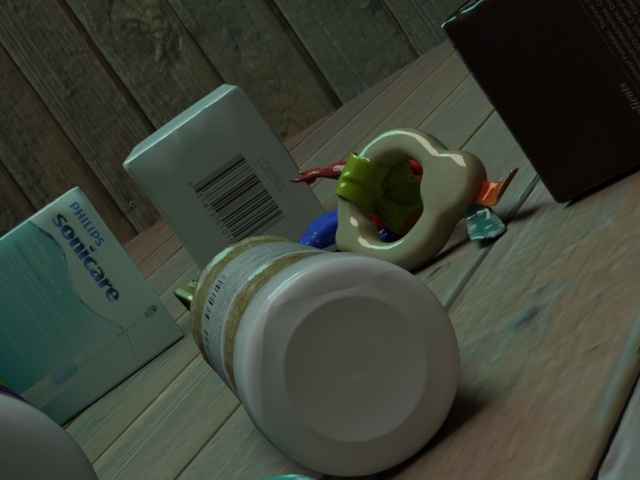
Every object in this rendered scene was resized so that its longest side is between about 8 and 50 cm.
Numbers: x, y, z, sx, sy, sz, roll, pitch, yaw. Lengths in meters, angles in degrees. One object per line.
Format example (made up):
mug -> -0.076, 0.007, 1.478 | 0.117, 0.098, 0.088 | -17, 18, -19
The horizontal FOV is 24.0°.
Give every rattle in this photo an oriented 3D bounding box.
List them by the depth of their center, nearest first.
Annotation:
rattle -> 0.119, -0.023, 1.277 | 0.199, 0.143, 0.130 | -8, 57, 40

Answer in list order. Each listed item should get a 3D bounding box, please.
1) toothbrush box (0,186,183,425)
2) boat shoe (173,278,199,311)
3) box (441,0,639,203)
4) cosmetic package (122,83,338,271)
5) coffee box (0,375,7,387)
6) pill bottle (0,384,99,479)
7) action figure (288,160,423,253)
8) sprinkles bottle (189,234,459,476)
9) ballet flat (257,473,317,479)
toothbrush box -> -0.343, 0.106, 1.743 | 0.295, 0.216, 0.126 | -37, 8, -10
boat shoe -> -0.132, 0.065, 1.708 | 0.048, 0.056, 0.153 | -40, 1, -5
box -> 0.237, -0.165, 1.116 | 0.203, 0.167, 0.168 | -29, 10, 37
cosmetic package -> -0.105, -0.058, 1.751 | 0.156, 0.217, 0.385 | -35, 6, -2
coffee box -> -0.516, 0.143, 1.387 | 0.334, 0.338, 0.337 | -34, -20, 2
pill bottle -> -0.254, 0.184, 1.029 | 0.181, 0.181, 0.323 | -37, 8, -14
action figure -> 0.000, 0.000, 1.391 | 0.139, 0.091, 0.280 | -15, 20, 43
sprinkles bottle -> -0.012, 0.061, 0.974 | 0.121, 0.121, 0.355 | -36, 8, -7
ballet flat -> -0.064, 0.166, 0.738 | 0.087, 0.083, 0.247 | -55, 14, -26
